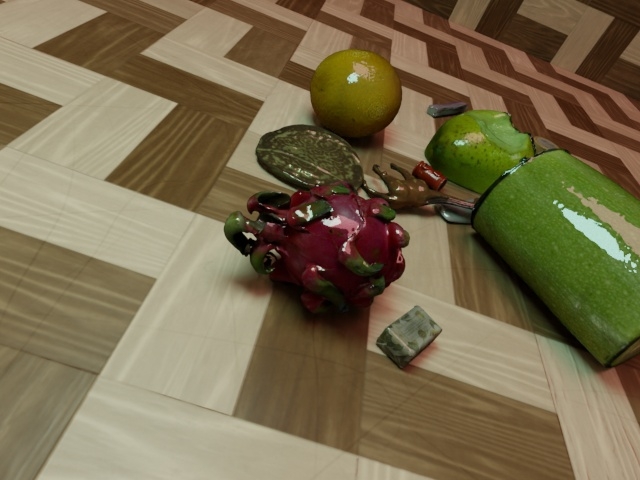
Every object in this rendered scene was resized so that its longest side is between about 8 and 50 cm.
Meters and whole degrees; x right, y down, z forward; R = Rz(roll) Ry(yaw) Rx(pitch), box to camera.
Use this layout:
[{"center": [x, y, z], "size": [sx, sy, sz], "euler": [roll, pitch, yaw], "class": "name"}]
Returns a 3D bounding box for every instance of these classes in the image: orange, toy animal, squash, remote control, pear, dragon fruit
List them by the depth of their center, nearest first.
[{"center": [0.004, 0.002, 0.722], "size": [0.273, 0.218, 0.198], "euler": [20, -5, 2], "class": "dragon fruit"}, {"center": [0.519, 0.018, 0.896], "size": [0.263, 0.263, 0.384], "euler": [-7, 48, -33], "class": "squash"}, {"center": [0.234, -0.107, 1.030], "size": [0.224, 0.066, 0.230], "euler": [-19, 46, -39], "class": "toy animal"}, {"center": [0.380, -0.077, 1.097], "size": [0.229, 0.044, 0.073], "euler": [0, 48, -26], "class": "remote control"}, {"center": [0.088, -0.365, 1.139], "size": [0.236, 0.236, 0.236], "euler": [14, 41, -12], "class": "orange"}, {"center": [0.412, -0.255, 1.227], "size": [0.293, 0.159, 0.292], "euler": [12, 43, -11], "class": "pear"}]

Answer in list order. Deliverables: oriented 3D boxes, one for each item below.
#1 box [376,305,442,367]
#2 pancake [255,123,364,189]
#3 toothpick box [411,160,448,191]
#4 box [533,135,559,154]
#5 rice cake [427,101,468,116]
[{"center": [0.142, 0.151, 0.725], "size": [0.062, 0.045, 0.098], "euler": [44, 42, 20], "class": "box"}, {"center": [-0.016, -0.188, 1.021], "size": [0.250, 0.031, 0.250], "euler": [11, 42, -10], "class": "pancake"}, {"center": [0.270, -0.160, 1.131], "size": [0.083, 0.047, 0.047], "euler": [41, 42, 19], "class": "toothpick box"}, {"center": [0.769, -0.315, 1.562], "size": [0.106, 0.037, 0.105], "euler": [14, 40, -12], "class": "box"}, {"center": [0.433, -0.447, 1.541], "size": [0.207, 0.036, 0.047], "euler": [-20, 52, -39], "class": "rice cake"}]
